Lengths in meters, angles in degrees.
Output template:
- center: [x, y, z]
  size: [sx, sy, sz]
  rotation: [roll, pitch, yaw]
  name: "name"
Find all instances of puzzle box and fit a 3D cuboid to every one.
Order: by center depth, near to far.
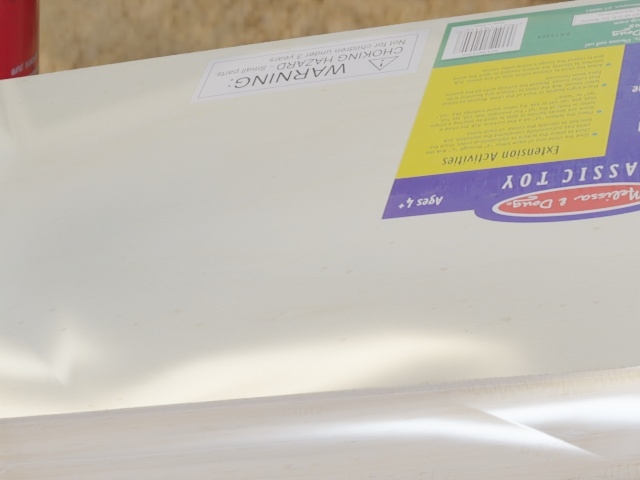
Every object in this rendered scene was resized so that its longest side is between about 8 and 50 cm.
- center: [0.000, 0.000, 0.753]
  size: [0.409, 0.052, 0.272]
  rotation: [-6, -148, 18]
  name: "puzzle box"

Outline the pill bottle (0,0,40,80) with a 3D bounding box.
- center: [-0.321, -0.084, 1.383]
  size: [0.229, 0.408, 0.229]
  rotation: [3, -158, -1]
  name: "pill bottle"
